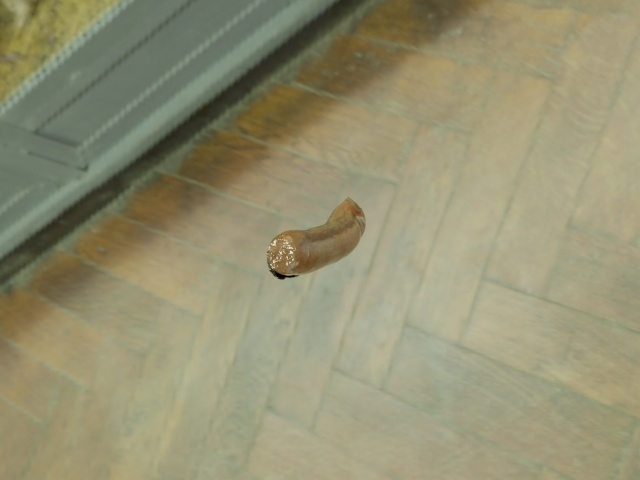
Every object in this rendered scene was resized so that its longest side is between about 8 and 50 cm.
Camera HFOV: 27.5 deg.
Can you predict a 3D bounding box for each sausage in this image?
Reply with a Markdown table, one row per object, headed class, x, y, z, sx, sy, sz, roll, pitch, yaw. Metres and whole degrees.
| class | x | y | z | sx | sy | sz | roll | pitch | yaw |
| --- | --- | --- | --- | --- | --- | --- | --- | --- | --- |
| sausage | 0.001 | -0.001 | 1.147 | 0.047 | 0.177 | 0.040 | 45 | 114 | 9 |
